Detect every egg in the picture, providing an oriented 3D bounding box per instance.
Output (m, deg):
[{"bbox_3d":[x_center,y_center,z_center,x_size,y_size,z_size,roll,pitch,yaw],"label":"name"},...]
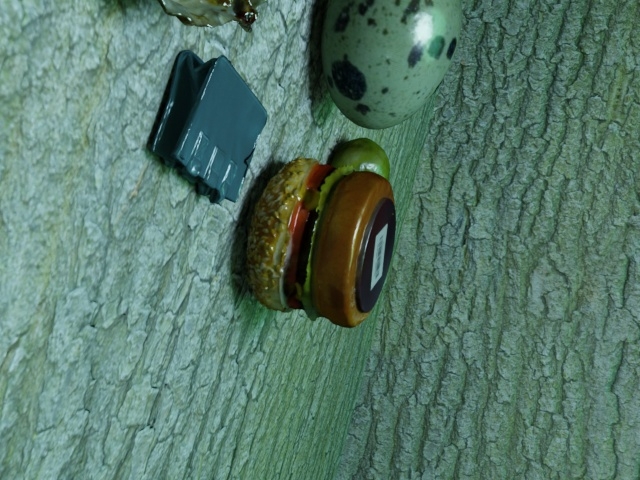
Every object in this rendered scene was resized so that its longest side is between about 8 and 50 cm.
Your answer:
[{"bbox_3d":[0.140,-0.421,1.317,0.287,0.287,0.380,-26,135,-69],"label":"egg"}]

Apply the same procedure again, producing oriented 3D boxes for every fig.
[{"bbox_3d":[0.111,-0.185,1.634,0.233,0.167,0.167,-45,145,-48],"label":"fig"}]

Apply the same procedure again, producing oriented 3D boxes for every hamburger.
[{"bbox_3d":[0.000,0.000,1.251,0.330,0.250,0.330,12,90,-70],"label":"hamburger"}]

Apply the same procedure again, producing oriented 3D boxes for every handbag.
[{"bbox_3d":[-0.160,-0.156,0.933,0.229,0.062,0.179,40,68,-72],"label":"handbag"}]

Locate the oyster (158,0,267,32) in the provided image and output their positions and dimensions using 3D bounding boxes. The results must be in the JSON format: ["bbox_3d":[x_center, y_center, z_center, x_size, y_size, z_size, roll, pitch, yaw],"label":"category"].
[{"bbox_3d":[-0.131,-0.406,0.696,0.197,0.133,0.337,-18,117,-70],"label":"oyster"}]
